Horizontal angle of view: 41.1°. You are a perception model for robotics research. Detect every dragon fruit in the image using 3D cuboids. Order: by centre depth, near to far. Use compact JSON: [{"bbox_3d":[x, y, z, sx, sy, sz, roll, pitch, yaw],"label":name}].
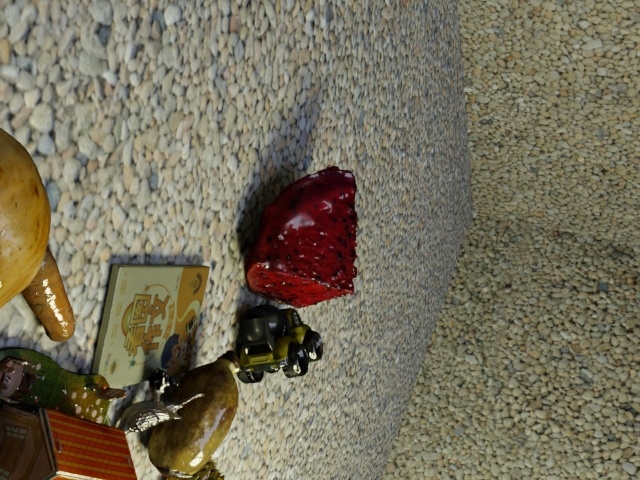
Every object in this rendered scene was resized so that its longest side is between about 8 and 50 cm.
[{"bbox_3d":[0.000,0.000,1.830,0.330,0.240,0.302,-61,173,-21],"label":"dragon fruit"}]

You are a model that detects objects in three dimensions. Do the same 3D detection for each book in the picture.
[{"bbox_3d":[-0.287,0.143,1.472,0.295,0.020,0.207,4,99,-69],"label":"book"}]

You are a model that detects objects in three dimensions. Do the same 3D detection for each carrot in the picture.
[{"bbox_3d":[-0.372,0.072,1.157,0.186,0.060,0.060,83,28,-43],"label":"carrot"}]

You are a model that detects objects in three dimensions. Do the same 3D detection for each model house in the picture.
[{"bbox_3d":[-0.350,0.281,1.186,0.294,0.154,0.207,45,61,-61],"label":"model house"}]

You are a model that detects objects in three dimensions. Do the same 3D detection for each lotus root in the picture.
[{"bbox_3d":[-0.221,0.316,1.571,0.260,0.128,0.145,-64,-169,-27],"label":"lotus root"}]

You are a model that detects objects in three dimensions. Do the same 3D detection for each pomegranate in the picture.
[{"bbox_3d":[-0.385,-0.032,0.847,0.248,0.248,0.248,12,90,-69],"label":"pomegranate"}]

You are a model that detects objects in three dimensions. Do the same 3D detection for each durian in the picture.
[{"bbox_3d":[-0.247,0.493,1.682,0.132,0.165,0.182,-40,133,10],"label":"durian"}]

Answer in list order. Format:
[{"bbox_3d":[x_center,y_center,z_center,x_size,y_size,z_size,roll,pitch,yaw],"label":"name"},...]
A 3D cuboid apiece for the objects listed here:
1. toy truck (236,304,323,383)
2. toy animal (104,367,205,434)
[{"bbox_3d":[-0.096,0.209,1.857,0.224,0.147,0.165,-22,100,-69],"label":"toy truck"},{"bbox_3d":[-0.297,0.294,1.450,0.202,0.070,0.105,-41,110,-28],"label":"toy animal"}]
